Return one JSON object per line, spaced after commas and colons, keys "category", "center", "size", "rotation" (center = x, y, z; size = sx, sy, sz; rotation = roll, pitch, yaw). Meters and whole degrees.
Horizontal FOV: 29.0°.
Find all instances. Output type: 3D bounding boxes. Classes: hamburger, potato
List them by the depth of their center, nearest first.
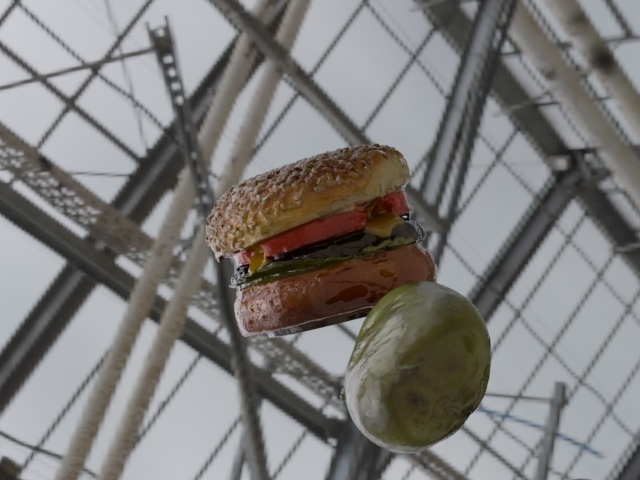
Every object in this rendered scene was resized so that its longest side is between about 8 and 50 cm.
{"category": "potato", "center": [0.115, 0.151, 1.463], "size": [0.197, 0.228, 0.149], "rotation": [-32, -74, -4]}
{"category": "hamburger", "center": [0.000, 0.000, 1.839], "size": [0.330, 0.330, 0.250], "rotation": [-10, -94, -50]}

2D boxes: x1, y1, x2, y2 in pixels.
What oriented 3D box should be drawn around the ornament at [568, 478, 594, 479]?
{"category": "ornament", "center": [0.341, 0.410, 1.636], "size": [0.177, 0.177, 0.178], "rotation": [2, -92, -51]}
